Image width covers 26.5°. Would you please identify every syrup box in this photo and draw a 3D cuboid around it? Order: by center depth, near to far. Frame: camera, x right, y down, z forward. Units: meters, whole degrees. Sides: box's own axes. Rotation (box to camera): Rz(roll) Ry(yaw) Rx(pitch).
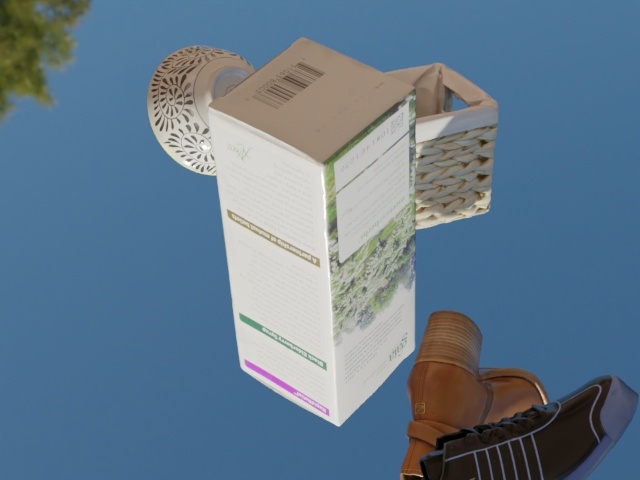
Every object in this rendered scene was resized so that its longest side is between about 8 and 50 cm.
[{"bbox_3d":[0.000,0.000,0.885,0.096,0.236,0.093,28,-129,29],"label":"syrup box"}]

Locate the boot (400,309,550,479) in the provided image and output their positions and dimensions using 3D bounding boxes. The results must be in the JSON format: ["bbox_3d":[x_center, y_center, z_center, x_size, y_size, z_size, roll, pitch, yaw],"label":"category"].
[{"bbox_3d":[0.189,0.244,1.657,0.109,0.283,0.220,-4,-125,29],"label":"boot"}]

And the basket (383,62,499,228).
[{"bbox_3d":[0.051,-0.070,1.121,0.167,0.103,0.113,-12,-151,-17],"label":"basket"}]

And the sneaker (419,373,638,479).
[{"bbox_3d":[0.140,0.171,1.051,0.232,0.090,0.081,-42,-177,-8],"label":"sneaker"}]

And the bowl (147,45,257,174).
[{"bbox_3d":[-0.122,-0.171,1.686,0.170,0.170,0.080,-45,-166,-29],"label":"bowl"}]
